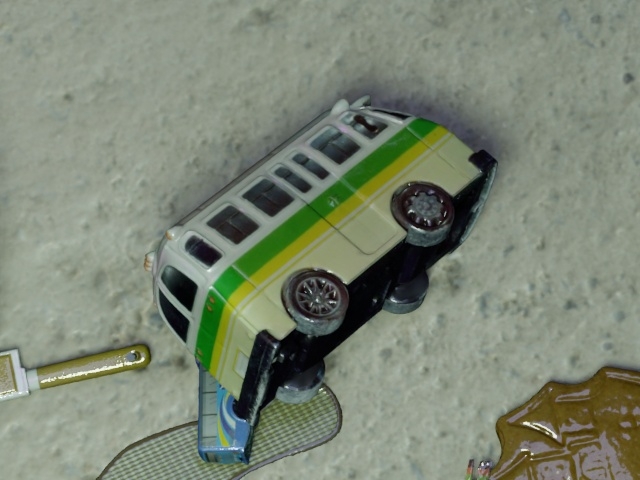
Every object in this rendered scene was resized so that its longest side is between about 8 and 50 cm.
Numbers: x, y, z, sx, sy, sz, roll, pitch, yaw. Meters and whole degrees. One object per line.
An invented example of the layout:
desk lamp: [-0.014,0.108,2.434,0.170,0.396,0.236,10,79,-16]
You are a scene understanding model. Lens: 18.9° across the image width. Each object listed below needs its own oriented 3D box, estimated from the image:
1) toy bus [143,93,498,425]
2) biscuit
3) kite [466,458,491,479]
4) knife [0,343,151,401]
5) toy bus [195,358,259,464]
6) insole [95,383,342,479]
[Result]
toy bus: [0.000,0.000,1.730,0.179,0.143,0.305,41,59,17]
biscuit: [0.243,0.210,1.753,0.215,0.034,0.182,-11,72,-6]
kite: [0.129,0.316,1.713,0.198,0.006,0.244,12,77,10]
knife: [-0.282,0.124,1.768,0.256,0.022,0.046,-12,81,-2]
toy bus: [-0.084,0.127,1.756,0.061,0.051,0.153,-2,66,1]
insole: [-0.098,0.196,1.760,0.253,0.005,0.086,-25,74,-10]
